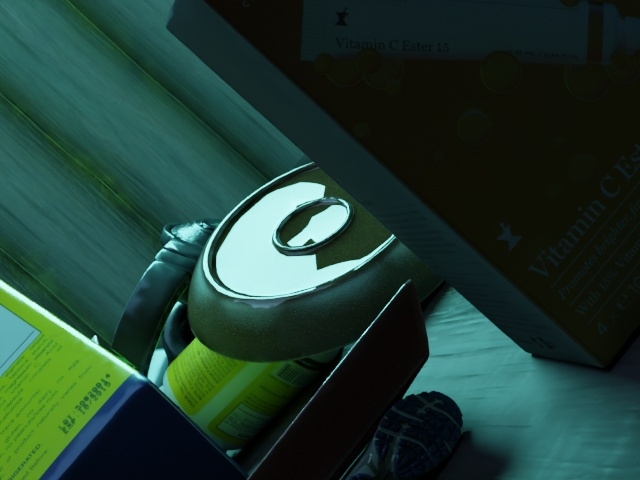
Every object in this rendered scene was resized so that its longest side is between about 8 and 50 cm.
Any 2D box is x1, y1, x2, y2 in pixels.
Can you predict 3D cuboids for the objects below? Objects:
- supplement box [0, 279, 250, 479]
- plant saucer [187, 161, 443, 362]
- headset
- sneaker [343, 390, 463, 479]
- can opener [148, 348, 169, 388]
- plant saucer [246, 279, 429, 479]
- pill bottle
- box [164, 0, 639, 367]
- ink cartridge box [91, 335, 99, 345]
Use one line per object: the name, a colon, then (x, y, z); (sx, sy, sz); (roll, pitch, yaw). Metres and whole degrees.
supplement box: (-0.257, 0.197, 1.530); (0.194, 0.195, 0.356); (-49, 39, -12)
plant saucer: (0.000, 0.000, 1.617); (0.310, 0.050, 0.311); (-19, 31, 12)
headset: (-0.097, 0.080, 1.878); (0.394, 0.185, 0.243); (-51, -28, -43)
sneaker: (0.045, 0.158, 1.122); (0.135, 0.052, 0.058); (-45, -6, -24)
can opener: (-0.234, 0.251, 1.926); (0.093, 0.074, 0.280); (1, 48, 29)
plant saucer: (-0.009, 0.169, 1.205); (0.258, 0.047, 0.259); (-50, -6, -16)
pill bottle: (-0.089, 0.143, 1.698); (0.208, 0.119, 0.119); (-45, 8, 18)
box: (0.101, -0.112, 1.048); (0.215, 0.345, 0.168); (-49, 7, -7)
ink cartridge box: (-0.271, 0.288, 1.718); (0.261, 0.066, 0.296); (-47, 35, 16)
